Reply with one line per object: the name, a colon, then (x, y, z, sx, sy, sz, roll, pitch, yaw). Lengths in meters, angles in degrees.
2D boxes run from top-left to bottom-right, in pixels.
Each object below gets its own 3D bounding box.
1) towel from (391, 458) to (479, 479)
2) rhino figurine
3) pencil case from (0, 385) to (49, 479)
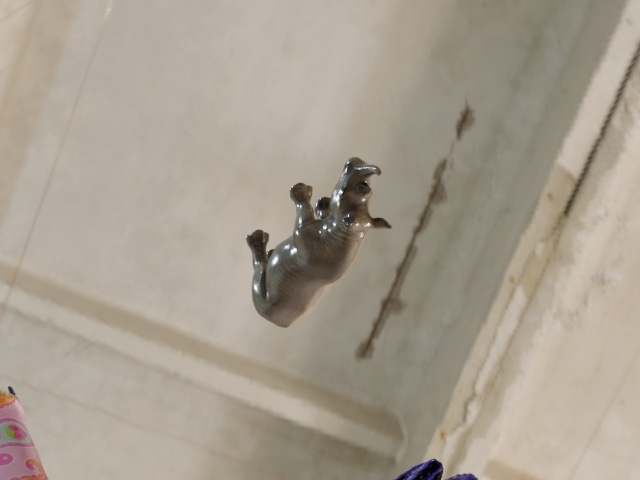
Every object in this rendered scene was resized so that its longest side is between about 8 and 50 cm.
towel: (-0.017, 0.283, 1.032, 0.227, 0.308, 0.076, -45, -105, 35)
rhino figurine: (0.000, 0.000, 1.337, 0.073, 0.106, 0.243, 9, -37, -31)
pencil case: (-0.279, 0.255, 1.182, 0.124, 0.284, 0.124, -17, -48, -20)
